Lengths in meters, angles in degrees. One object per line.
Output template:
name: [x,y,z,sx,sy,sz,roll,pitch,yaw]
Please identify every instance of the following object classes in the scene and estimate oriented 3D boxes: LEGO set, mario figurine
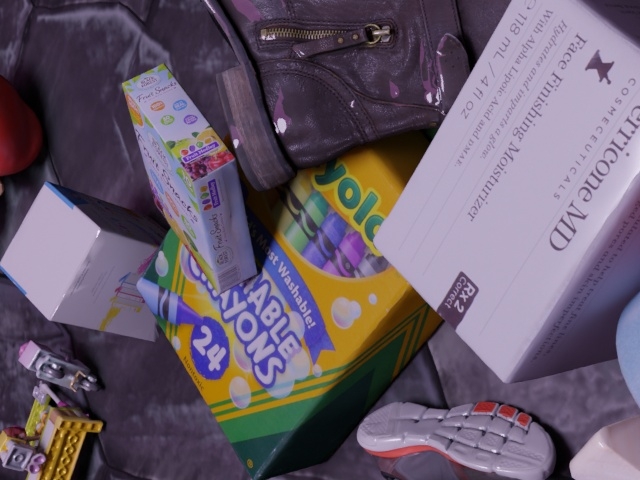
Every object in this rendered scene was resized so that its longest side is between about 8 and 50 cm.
LEGO set: [-0.325,0.230,1.147,0.287,0.132,0.107,-53,41,-6]
mario figurine: [-0.419,-0.073,1.202,0.198,0.170,0.320,41,137,-6]

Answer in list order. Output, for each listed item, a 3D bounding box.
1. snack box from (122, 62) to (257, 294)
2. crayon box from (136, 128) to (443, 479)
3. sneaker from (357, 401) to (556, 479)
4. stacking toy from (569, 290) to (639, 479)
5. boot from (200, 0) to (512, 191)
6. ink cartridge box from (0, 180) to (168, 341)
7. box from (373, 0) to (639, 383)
snack box: [-0.090,-0.040,0.810,0.100,0.037,0.141,51,161,29]
crayon box: [0.000,0.000,0.860,0.203,0.083,0.323,54,127,27]
sneaker: [0.099,0.153,0.807,0.158,0.061,0.065,3,123,46]
stacking toy: [0.232,0.134,0.488,0.309,0.279,0.130,41,133,16]
boot: [0.038,-0.163,0.763,0.229,0.091,0.263,-17,76,9]
ink cartridge box: [-0.184,0.022,1.014,0.092,0.143,0.090,36,101,37]
box: [0.158,-0.036,0.629,0.119,0.182,0.181,47,124,32]
